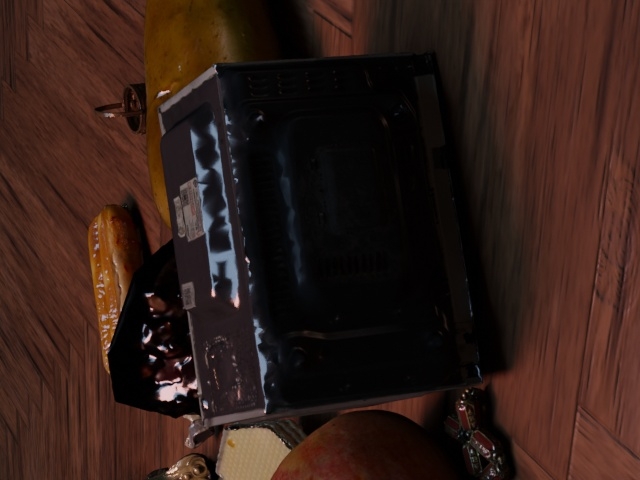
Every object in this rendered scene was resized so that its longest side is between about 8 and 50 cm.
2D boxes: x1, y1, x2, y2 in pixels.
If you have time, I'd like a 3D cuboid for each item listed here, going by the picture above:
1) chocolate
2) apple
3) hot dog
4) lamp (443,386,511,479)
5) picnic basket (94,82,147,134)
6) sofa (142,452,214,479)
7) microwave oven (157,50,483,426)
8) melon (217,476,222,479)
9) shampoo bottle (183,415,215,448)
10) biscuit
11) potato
[{"bbox_3d":[-0.083,0.107,1.759,0.177,0.224,0.206,16,86,27],"label":"chocolate"},{"bbox_3d":[0.046,0.254,1.474,0.174,0.188,0.188,48,144,21],"label":"apple"},{"bbox_3d":[-0.263,0.075,2.211,0.104,0.076,0.250,133,128,-60],"label":"hot dog"},{"bbox_3d":[0.140,0.177,1.428,0.083,0.031,0.063,63,152,26],"label":"lamp"},{"bbox_3d":[-0.242,-0.164,2.062,0.072,0.083,0.072,34,128,57],"label":"picnic basket"},{"bbox_3d":[-0.203,0.376,2.005,0.258,0.182,0.200,110,148,-81],"label":"sofa"},{"bbox_3d":[0.000,0.000,1.421,0.181,0.237,0.295,158,105,-64],"label":"microwave oven"},{"bbox_3d":[-0.076,0.308,1.870,0.098,0.098,0.131,163,102,-66],"label":"melon"},{"bbox_3d":[-0.184,0.164,2.097,0.063,0.057,0.208,115,139,-52],"label":"shampoo bottle"},{"bbox_3d":[-0.019,0.277,1.729,0.250,0.046,0.147,42,138,32],"label":"biscuit"},{"bbox_3d":[-0.106,-0.149,1.694,0.195,0.176,0.369,62,-164,-77],"label":"potato"}]
